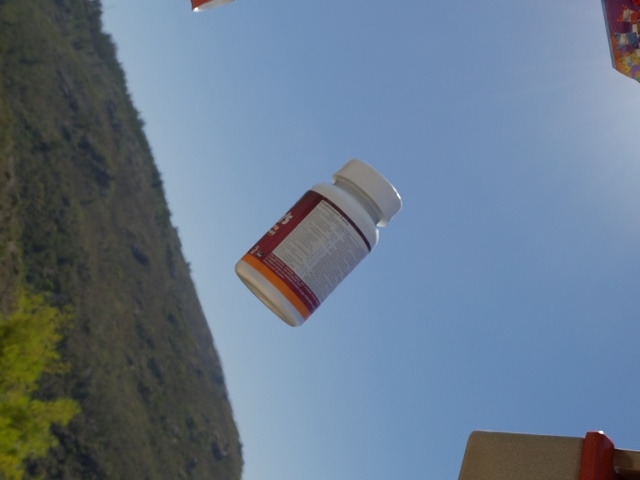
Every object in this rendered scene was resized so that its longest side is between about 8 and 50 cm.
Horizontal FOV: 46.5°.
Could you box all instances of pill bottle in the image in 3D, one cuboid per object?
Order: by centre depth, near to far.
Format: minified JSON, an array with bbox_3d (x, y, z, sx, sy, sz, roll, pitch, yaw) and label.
[{"bbox_3d":[0.000,0.000,1.002,0.121,0.221,0.121,41,-12,11],"label":"pill bottle"}]

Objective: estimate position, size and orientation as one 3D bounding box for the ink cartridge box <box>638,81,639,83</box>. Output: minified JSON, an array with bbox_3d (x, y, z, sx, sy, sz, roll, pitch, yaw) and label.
[{"bbox_3d":[0.476,-0.258,0.899,0.072,0.127,0.175,51,-44,25],"label":"ink cartridge box"}]

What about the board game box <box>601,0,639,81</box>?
[{"bbox_3d":[0.295,-0.210,0.595,0.033,0.133,0.169,-71,147,-78],"label":"board game box"}]

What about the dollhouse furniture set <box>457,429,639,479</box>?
[{"bbox_3d":[0.106,0.218,0.307,0.135,0.259,0.262,-4,-33,43],"label":"dollhouse furniture set"}]

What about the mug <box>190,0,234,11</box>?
[{"bbox_3d":[-0.201,-0.479,1.246,0.150,0.113,0.169,-5,-71,43],"label":"mug"}]
